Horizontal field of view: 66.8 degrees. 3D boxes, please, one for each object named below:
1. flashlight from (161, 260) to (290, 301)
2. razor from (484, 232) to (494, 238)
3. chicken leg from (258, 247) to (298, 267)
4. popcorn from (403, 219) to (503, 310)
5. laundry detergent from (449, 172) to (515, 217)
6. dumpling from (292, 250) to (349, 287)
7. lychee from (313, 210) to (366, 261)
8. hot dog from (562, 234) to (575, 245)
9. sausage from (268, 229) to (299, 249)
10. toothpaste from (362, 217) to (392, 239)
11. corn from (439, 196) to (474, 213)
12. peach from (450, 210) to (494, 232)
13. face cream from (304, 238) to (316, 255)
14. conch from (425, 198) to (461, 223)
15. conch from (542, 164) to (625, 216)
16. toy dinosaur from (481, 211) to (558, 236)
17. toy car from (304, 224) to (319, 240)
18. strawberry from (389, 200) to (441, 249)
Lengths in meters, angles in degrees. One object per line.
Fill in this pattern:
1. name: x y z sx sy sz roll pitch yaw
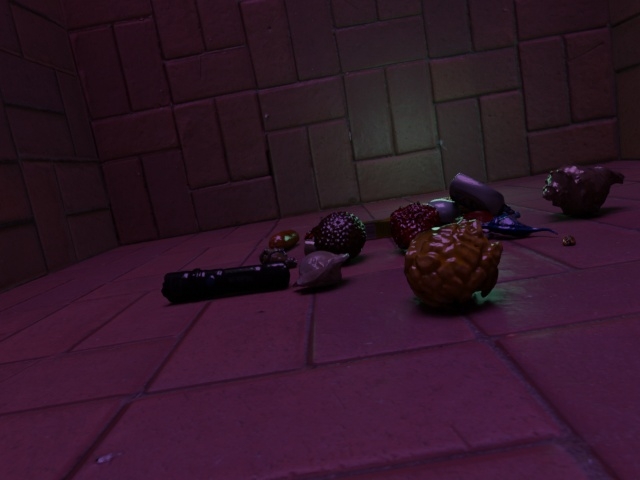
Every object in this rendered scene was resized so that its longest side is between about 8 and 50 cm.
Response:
1. flashlight: -0.302 0.133 1.569 0.425 0.103 0.103 -7 9 10
2. razor: 0.540 -0.001 1.681 0.211 0.035 0.084 -7 -1 -39
3. chicken leg: -0.173 0.069 1.896 0.125 0.080 0.196 0 5 -21
4. popcorn: 0.304 0.053 1.121 0.251 0.189 0.250 -21 4 2
5. laundry detergent: 0.701 -0.169 2.091 0.281 0.105 0.215 33 -7 26
6. dumpling: 0.005 0.089 1.455 0.199 0.118 0.136 -33 11 -9
7. lychee: 0.070 -0.014 1.785 0.200 0.199 0.238 -11 27 -9
8. hot dog: 0.753 -0.002 1.473 0.037 0.021 0.083 -7 8 25
9. sausage: -0.173 -0.001 2.299 0.098 0.097 0.238 -7 8 19
10. toothpaste: 0.341 -0.064 2.167 0.328 0.077 0.110 -8 7 12
11. corn: 0.724 -0.179 2.402 0.313 0.101 0.102 -7 9 19
12. peach: 0.625 -0.079 1.979 0.189 0.068 0.279 -12 9 -4
13. face cream: 0.050 0.037 1.945 0.224 0.070 0.114 5 12 13
14. conch: 0.560 -0.128 2.276 0.185 0.120 0.221 19 -13 -31
15. conch: 0.999 -0.181 1.867 0.325 0.186 0.263 2 -9 -3
16. toy dinosaur: 0.658 -0.055 1.705 0.330 0.076 0.144 7 20 29
17. toy car: 0.000 0.000 2.098 0.139 0.112 0.112 -18 23 11
18. strawberry: 0.336 -0.043 1.746 0.187 0.184 0.201 25 38 3
